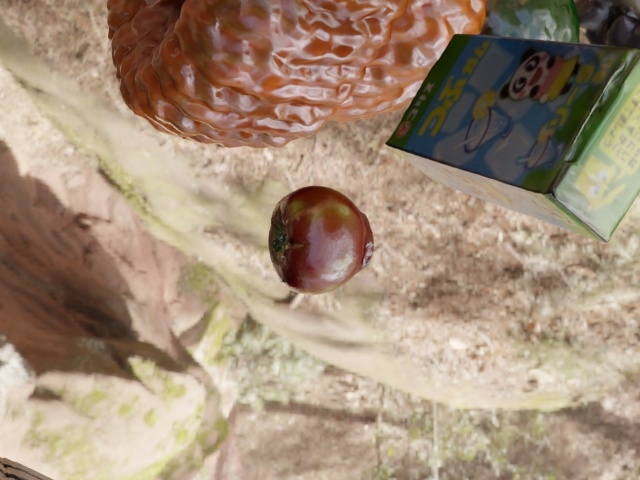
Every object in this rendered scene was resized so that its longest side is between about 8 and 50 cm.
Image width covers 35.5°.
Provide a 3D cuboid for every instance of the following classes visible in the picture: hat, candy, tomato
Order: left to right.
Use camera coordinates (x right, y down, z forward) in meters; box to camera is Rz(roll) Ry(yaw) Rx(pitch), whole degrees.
[{"bbox_3d":[0.000,0.000,0.770,0.075,0.087,0.087,-2,141,-24],"label":"tomato"},{"bbox_3d":[0.025,-0.211,0.878,0.400,0.285,0.285,5,146,-42],"label":"hat"},{"bbox_3d":[0.127,-0.072,0.628,0.062,0.194,0.097,32,89,-28],"label":"candy"}]

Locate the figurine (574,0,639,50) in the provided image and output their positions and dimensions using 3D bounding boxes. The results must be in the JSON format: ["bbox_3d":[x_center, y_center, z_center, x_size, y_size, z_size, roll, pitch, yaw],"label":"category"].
[{"bbox_3d":[0.362,-0.304,0.992,0.206,0.218,0.365,38,167,27],"label":"figurine"}]

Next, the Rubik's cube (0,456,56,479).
[{"bbox_3d":[-0.354,0.393,1.040,0.301,0.304,0.305,30,167,-13],"label":"Rubik's cube"}]
